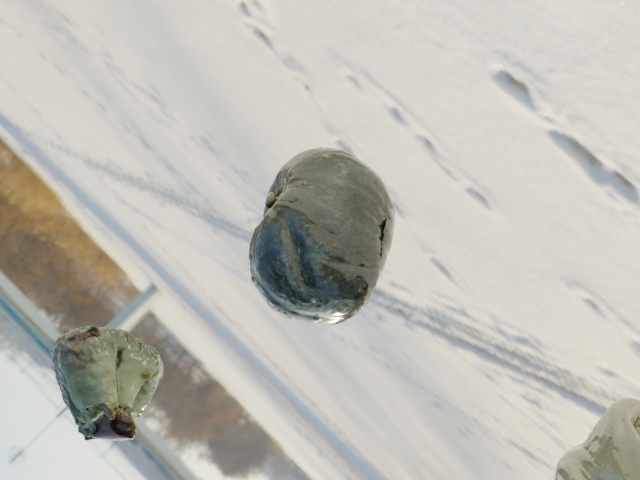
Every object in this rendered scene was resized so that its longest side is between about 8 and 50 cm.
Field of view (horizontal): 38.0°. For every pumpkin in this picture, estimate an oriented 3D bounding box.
[{"bbox_3d":[0.000,0.000,1.734,0.257,0.328,0.291,28,163,-10],"label":"pumpkin"}]

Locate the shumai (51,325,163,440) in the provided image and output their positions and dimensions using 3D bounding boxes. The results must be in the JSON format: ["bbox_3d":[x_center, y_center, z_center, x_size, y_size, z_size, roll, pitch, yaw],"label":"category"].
[{"bbox_3d":[-0.349,0.233,1.449,0.184,0.184,0.142,50,-165,-26],"label":"shumai"}]

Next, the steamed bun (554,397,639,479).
[{"bbox_3d":[0.540,0.501,1.613,0.368,0.255,0.342,47,-150,-13],"label":"steamed bun"}]
